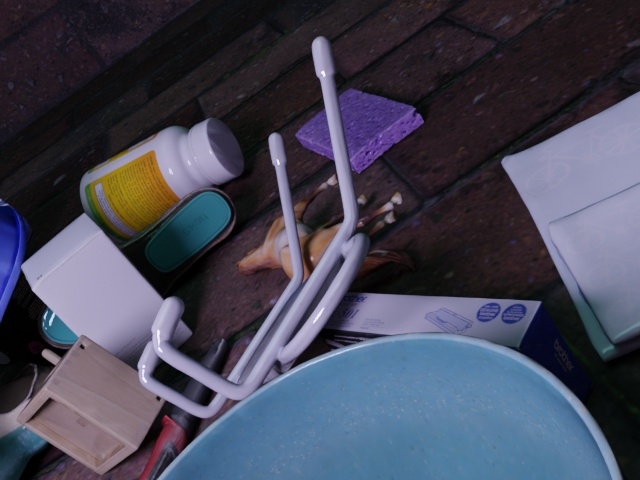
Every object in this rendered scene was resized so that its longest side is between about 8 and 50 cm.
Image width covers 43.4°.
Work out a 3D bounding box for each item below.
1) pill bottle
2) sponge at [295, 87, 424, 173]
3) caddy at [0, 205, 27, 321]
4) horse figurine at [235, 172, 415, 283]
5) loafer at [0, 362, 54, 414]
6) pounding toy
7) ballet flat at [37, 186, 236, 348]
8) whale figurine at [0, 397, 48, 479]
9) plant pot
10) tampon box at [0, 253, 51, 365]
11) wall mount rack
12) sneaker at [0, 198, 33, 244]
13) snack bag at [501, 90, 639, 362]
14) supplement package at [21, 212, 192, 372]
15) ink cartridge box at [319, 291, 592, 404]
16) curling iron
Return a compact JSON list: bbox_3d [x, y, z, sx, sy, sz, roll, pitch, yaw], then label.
[{"bbox_3d":[-0.250,-0.100,1.289,0.246,0.136,0.136,-23,30,22],"label":"pill bottle"},{"bbox_3d":[0.050,-0.163,1.164,0.117,0.031,0.210,-40,28,-7],"label":"sponge"},{"bbox_3d":[-0.492,0.094,1.005,0.241,0.179,0.341,-8,59,41],"label":"caddy"},{"bbox_3d":[0.000,0.000,0.930,0.174,0.066,0.263,-37,25,-12],"label":"horse figurine"},{"bbox_3d":[-0.445,0.244,1.022,0.251,0.087,0.094,-45,29,-17],"label":"loafer"},{"bbox_3d":[-0.249,0.166,0.860,0.141,0.130,0.100,-41,16,46],"label":"pounding toy"},{"bbox_3d":[-0.249,0.042,1.133,0.316,0.107,0.106,-35,7,-10],"label":"ballet flat"},{"bbox_3d":[-0.401,0.282,0.893,0.272,0.141,0.216,-29,-12,-37],"label":"whale figurine"},{"bbox_3d":[0.041,0.219,0.399,0.290,0.195,0.290,-27,29,16],"label":"plant pot"},{"bbox_3d":[-0.481,0.093,1.220,0.120,0.161,0.101,-20,32,31],"label":"tampon box"},{"bbox_3d":[-0.045,0.006,0.731,0.304,0.130,0.350,-59,5,-22],"label":"wall mount rack"},{"bbox_3d":[-0.649,0.082,1.490,0.315,0.127,0.182,-50,34,-12],"label":"sneaker"},{"bbox_3d":[0.338,-0.074,0.697,0.323,0.037,0.342,-28,28,15],"label":"snack bag"},{"bbox_3d":[-0.261,0.073,0.984,0.105,0.179,0.105,-42,29,-11],"label":"supplement package"},{"bbox_3d":[0.098,0.091,0.642,0.207,0.097,0.046,-1,45,47],"label":"ink cartridge box"},{"bbox_3d":[-0.161,0.202,0.827,0.068,0.035,0.274,-13,35,37],"label":"curling iron"}]
